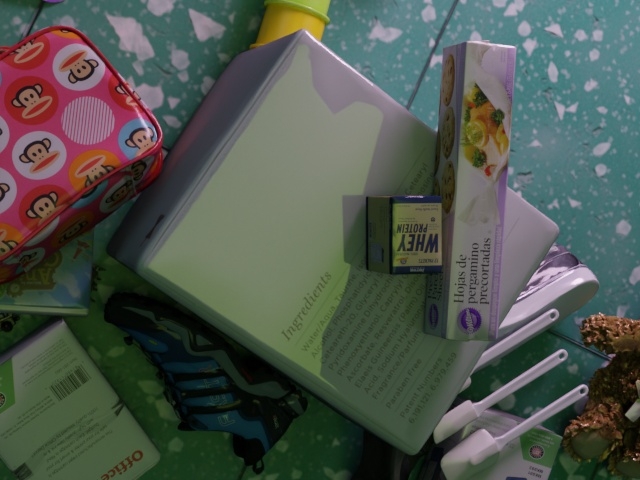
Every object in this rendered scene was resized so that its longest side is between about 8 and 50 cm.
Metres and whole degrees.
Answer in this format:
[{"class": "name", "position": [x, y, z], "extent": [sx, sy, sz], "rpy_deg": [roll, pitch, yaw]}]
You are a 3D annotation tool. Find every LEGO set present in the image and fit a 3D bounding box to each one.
[{"class": "LEGO set", "position": [-0.314, 0.056, 1.525], "extent": [0.083, 0.023, 0.054], "rpy_deg": [-11, 95, -2]}]

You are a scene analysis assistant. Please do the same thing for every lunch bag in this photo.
[{"class": "lunch bag", "position": [-0.362, -0.117, 1.414], "extent": [0.293, 0.120, 0.258], "rpy_deg": [-37, 79, -17]}]

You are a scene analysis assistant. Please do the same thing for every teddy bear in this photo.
[{"class": "teddy bear", "position": [0.477, 0.192, 1.724], "extent": [0.245, 0.113, 0.337], "rpy_deg": [8, 99, -9]}]

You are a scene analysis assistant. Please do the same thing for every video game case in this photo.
[{"class": "video game case", "position": [-0.390, -0.006, 1.470], "extent": [0.213, 0.023, 0.193], "rpy_deg": [4, 78, -16]}]

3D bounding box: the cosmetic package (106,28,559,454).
[{"class": "cosmetic package", "position": [0.000, 0.000, 1.446], "extent": [0.394, 0.329, 0.327], "rpy_deg": [36, 84, -16]}]

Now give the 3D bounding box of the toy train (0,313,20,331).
[{"class": "toy train", "position": [-0.456, 0.123, 1.484], "extent": [0.158, 0.027, 0.036], "rpy_deg": [-24, 89, -13]}]

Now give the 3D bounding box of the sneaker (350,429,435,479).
[{"class": "sneaker", "position": [0.112, 0.298, 1.622], "extent": [0.130, 0.087, 0.227], "rpy_deg": [-14, 119, -43]}]

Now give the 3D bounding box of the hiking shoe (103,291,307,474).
[{"class": "hiking shoe", "position": [-0.162, 0.181, 1.525], "extent": [0.304, 0.113, 0.132], "rpy_deg": [35, 83, -15]}]

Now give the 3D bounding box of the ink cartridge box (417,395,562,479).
[{"class": "ink cartridge box", "position": [0.224, 0.343, 1.657], "extent": [0.154, 0.093, 0.212], "rpy_deg": [21, 90, -17]}]

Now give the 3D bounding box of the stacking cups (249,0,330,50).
[{"class": "stacking cups", "position": [0.000, -0.384, 1.542], "extent": [0.096, 0.096, 0.316], "rpy_deg": [19, 89, -16]}]

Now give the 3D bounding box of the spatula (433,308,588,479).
[{"class": "spatula", "position": [0.247, 0.209, 1.597], "extent": [0.242, 0.019, 0.168], "rpy_deg": [-29, 103, -17]}]

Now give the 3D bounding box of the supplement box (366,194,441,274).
[{"class": "supplement box", "position": [0.088, -0.007, 1.256], "extent": [0.056, 0.083, 0.083], "rpy_deg": [-1, 93, -17]}]

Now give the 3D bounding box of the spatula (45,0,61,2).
[{"class": "spatula", "position": [-0.427, -0.399, 1.453], "extent": [0.296, 0.030, 0.084], "rpy_deg": [32, 87, -16]}]

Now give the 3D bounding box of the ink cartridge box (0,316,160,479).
[{"class": "ink cartridge box", "position": [-0.330, 0.230, 1.491], "extent": [0.160, 0.092, 0.219], "rpy_deg": [-36, 102, -12]}]

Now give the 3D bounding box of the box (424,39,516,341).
[{"class": "box", "position": [0.163, -0.053, 1.288], "extent": [0.063, 0.067, 0.323], "rpy_deg": [4, 92, -17]}]

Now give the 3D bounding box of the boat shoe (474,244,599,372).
[{"class": "boat shoe", "position": [0.240, 0.094, 1.642], "extent": [0.301, 0.108, 0.102], "rpy_deg": [-28, 58, -14]}]
